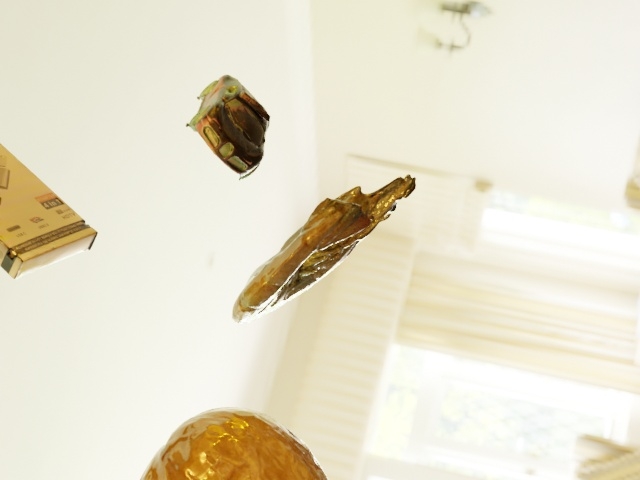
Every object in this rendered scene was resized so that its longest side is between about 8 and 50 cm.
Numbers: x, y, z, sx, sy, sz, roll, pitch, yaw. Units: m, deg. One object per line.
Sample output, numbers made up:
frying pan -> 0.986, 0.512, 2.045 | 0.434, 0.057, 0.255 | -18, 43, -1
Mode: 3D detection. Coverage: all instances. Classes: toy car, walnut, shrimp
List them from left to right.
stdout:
toy car -> -0.073, -0.104, 1.072 | 0.055, 0.069, 0.142 | -39, 17, 15
walnut -> -0.084, 0.285, 1.287 | 0.195, 0.222, 0.195 | -36, -20, -15
shrimp -> -0.005, 0.000, 1.351 | 0.254, 0.059, 0.145 | -40, -11, 7

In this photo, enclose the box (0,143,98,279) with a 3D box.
box -> -0.378, -0.060, 1.375 | 0.129, 0.247, 0.033 | -30, -23, -56
